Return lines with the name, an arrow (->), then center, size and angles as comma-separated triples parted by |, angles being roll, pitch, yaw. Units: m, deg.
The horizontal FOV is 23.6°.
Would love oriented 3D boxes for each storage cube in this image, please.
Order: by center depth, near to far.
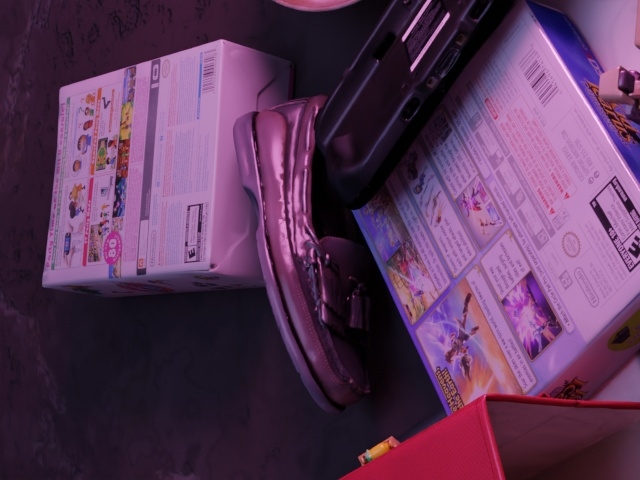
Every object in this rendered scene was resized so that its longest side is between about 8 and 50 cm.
storage cube -> 0.136, 0.230, 1.062 | 0.193, 0.183, 0.215 | -38, 56, 42

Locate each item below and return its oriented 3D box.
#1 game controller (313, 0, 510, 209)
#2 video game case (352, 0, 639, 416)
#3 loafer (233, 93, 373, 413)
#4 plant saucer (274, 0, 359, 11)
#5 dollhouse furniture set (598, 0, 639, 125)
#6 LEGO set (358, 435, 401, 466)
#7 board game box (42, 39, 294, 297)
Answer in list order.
game controller -> 0.096, -0.173, 1.248 | 0.319, 0.067, 0.166 | -56, 26, 22
video game case -> 0.154, -0.006, 1.183 | 0.244, 0.061, 0.269 | -50, 47, 32
loafer -> 0.000, 0.000, 1.341 | 0.095, 0.109, 0.303 | -25, 61, 16
plant saucer -> 0.015, -0.354, 1.325 | 0.310, 0.050, 0.311 | 7, 99, 45
dollhouse furniture set -> 0.255, -0.145, 1.084 | 0.081, 0.091, 0.114 | 0, 79, 35
LEGO set -> 0.059, 0.294, 1.204 | 0.132, 0.107, 0.287 | -16, 71, 48
board game box -> -0.160, -0.062, 1.556 | 0.303, 0.097, 0.224 | -5, 78, 49
